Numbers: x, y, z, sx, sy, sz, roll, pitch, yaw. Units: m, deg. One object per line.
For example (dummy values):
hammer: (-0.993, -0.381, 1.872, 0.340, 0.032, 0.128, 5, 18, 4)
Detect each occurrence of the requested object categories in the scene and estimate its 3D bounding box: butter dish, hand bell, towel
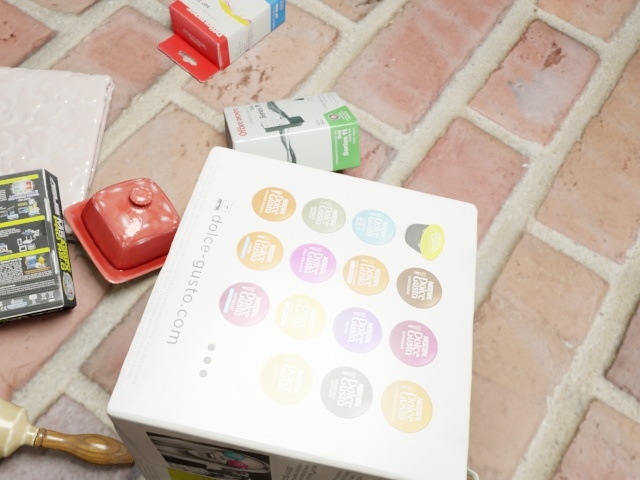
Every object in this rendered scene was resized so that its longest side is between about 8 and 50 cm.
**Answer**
butter dish: (-0.289, -0.039, 0.940, 0.160, 0.118, 0.160, -24, 70, -40)
hand bell: (-0.379, 0.275, 0.834, 0.242, 0.126, 0.126, 17, 65, -12)
towel: (-0.539, -0.155, 1.013, 0.332, 0.053, 0.316, 4, 70, -3)

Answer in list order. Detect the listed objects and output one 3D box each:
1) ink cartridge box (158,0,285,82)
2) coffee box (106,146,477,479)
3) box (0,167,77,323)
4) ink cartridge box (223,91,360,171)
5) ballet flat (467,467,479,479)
ink cartridge box: (-0.192, -0.426, 1.162, 0.134, 0.078, 0.231, 40, 69, 12)
coffee box: (-0.019, 0.143, 0.755, 0.335, 0.338, 0.337, 13, 56, 0)
box: (-0.524, 0.023, 0.902, 0.270, 0.060, 0.216, -12, 81, -6)
ink cartridge box: (-0.053, -0.176, 1.025, 0.209, 0.086, 0.153, -11, 35, -10)
ballet flat: (0.221, 0.375, 0.842, 0.247, 0.083, 0.087, 36, 54, 9)
